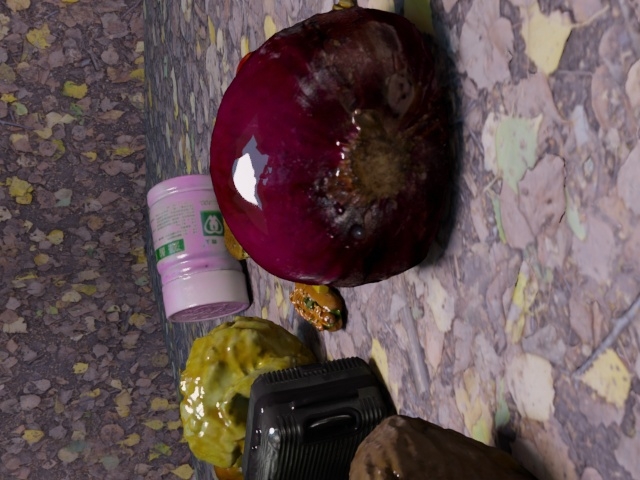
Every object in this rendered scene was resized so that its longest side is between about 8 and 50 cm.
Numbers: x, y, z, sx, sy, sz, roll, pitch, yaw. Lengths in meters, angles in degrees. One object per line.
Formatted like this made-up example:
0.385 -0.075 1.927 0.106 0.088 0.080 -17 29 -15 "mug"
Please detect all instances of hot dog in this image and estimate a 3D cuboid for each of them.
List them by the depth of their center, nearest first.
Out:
-0.010 0.108 1.400 0.188 0.055 0.072 -155 59 -68 "hot dog"

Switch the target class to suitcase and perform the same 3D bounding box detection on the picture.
-0.019 0.320 1.273 0.312 0.202 0.128 99 155 -44 "suitcase"

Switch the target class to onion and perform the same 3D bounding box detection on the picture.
-0.007 -0.109 0.994 0.282 0.260 0.337 -126 32 -65 "onion"

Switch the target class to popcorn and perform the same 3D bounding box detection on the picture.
-0.126 0.270 1.476 0.282 0.246 0.282 -11 -90 -82 "popcorn"

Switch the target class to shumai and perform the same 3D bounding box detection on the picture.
0.111 0.368 0.830 0.283 0.217 0.346 110 147 -41 "shumai"

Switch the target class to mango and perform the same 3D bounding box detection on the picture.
-0.186 0.536 2.004 0.156 0.151 0.248 51 154 -3 "mango"

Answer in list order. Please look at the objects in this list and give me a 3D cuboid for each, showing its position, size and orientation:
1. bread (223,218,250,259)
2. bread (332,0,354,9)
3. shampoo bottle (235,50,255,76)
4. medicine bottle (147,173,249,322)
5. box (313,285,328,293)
-0.169 -0.027 1.811 0.140 0.069 0.128 -147 53 -66 "bread"
0.030 -0.296 1.151 0.049 0.033 0.088 -124 31 -42 "bread"
-0.084 -0.191 1.469 0.118 0.076 0.314 114 144 -54 "shampoo bottle"
-0.302 0.021 2.009 0.212 0.212 0.326 133 128 -67 "medicine bottle"
0.000 0.000 1.347 0.087 0.023 0.155 -129 43 -66 "box"
